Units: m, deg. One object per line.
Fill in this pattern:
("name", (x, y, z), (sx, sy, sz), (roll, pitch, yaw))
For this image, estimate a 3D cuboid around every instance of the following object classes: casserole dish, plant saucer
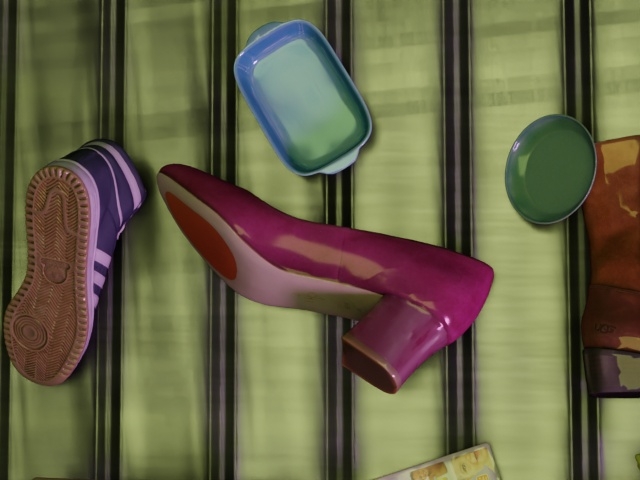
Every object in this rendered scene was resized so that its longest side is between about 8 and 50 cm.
("casserole dish", (-0.018, -0.158, 1.566), (0.114, 0.037, 0.188), (-31, 80, 6))
("plant saucer", (0.251, -0.075, 1.497), (0.119, 0.021, 0.119), (-11, 74, 44))

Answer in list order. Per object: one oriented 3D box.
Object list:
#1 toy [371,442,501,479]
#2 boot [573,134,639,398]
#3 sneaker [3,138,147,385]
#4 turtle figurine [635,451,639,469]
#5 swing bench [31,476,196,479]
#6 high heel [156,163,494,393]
("toy", (0.088, 0.317, 1.494), (0.237, 0.056, 0.137), (-19, 80, 7))
("boot", (0.402, 0.023, 1.469), (0.264, 0.096, 0.281), (-3, 77, 17))
("sneaker", (-0.272, 0.019, 1.573), (0.099, 0.153, 0.282), (18, 118, 8))
("turtle figurine", (0.308, 0.317, 1.374), (0.269, 0.087, 0.217), (45, 57, -17))
("swing bench", (-0.178, 0.383, 1.472), (0.254, 0.165, 0.253), (4, 84, -16))
("high heel", (0.000, 0.000, 1.536), (0.377, 0.127, 0.181), (39, 63, 15))
